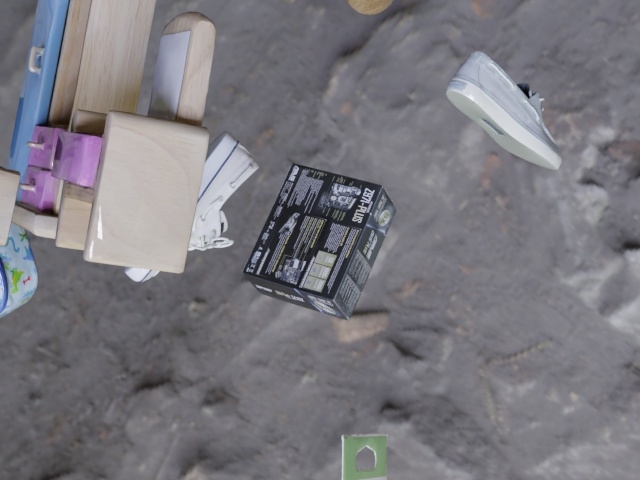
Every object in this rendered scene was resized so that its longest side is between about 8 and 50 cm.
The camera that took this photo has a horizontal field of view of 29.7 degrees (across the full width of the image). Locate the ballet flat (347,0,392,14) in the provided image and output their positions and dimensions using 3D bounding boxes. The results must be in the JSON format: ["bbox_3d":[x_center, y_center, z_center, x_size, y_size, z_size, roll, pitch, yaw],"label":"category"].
[{"bbox_3d":[0.107,-0.474,1.673,0.124,0.116,0.342,-131,51,-59],"label":"ballet flat"}]

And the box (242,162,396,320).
[{"bbox_3d":[0.000,0.000,1.667,0.147,0.077,0.180,15,71,25],"label":"box"}]

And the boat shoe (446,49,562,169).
[{"bbox_3d":[0.255,-0.169,1.569,0.079,0.227,0.081,23,82,50],"label":"boat shoe"}]

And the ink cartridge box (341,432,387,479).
[{"bbox_3d":[0.038,0.370,1.562,0.056,0.171,0.235,-6,80,22],"label":"ink cartridge box"}]

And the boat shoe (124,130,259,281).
[{"bbox_3d":[-0.232,-0.036,2.381,0.136,0.156,0.367,-25,29,55],"label":"boat shoe"}]

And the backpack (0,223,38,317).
[{"bbox_3d":[-0.309,0.026,1.048,0.114,0.084,0.105,-16,95,32],"label":"backpack"}]

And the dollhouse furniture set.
[{"bbox_3d":[-0.237,-0.116,0.617,0.286,0.303,0.198,13,94,65],"label":"dollhouse furniture set"}]
